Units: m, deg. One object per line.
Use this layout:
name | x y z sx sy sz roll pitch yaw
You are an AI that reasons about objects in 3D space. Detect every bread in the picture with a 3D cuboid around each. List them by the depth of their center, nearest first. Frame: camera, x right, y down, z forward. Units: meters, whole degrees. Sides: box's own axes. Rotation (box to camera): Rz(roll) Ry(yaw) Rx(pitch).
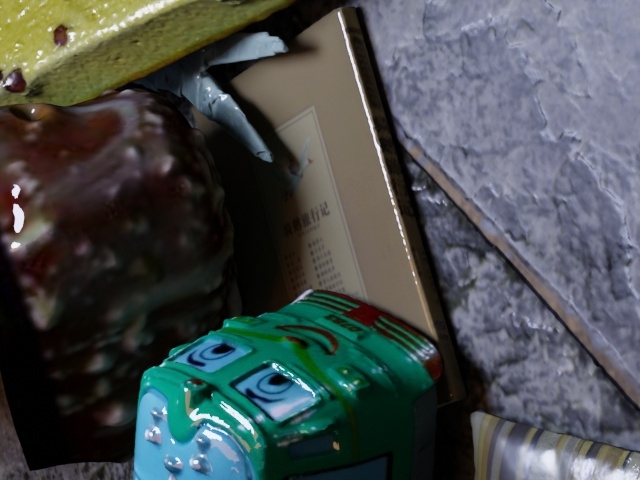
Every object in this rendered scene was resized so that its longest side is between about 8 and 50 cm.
bread | -0.154 -0.202 1.464 0.361 0.077 0.138 -21 60 36

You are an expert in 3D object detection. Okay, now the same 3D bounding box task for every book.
book | 0.000 0.000 1.439 0.217 0.021 0.310 -27 75 50

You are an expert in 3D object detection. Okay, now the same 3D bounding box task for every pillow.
pillow | 0.175 0.232 1.237 0.212 0.052 0.208 9 100 47

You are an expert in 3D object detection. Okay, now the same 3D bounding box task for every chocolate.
chocolate | -0.170 0.021 1.475 0.225 0.210 0.340 -122 21 -48

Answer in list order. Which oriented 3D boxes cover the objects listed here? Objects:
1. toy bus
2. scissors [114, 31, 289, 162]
toy bus | -0.039 0.226 1.365 0.183 0.199 0.344 23 117 45
scissors | -0.135 -0.165 1.546 0.383 0.029 0.256 27 116 53
